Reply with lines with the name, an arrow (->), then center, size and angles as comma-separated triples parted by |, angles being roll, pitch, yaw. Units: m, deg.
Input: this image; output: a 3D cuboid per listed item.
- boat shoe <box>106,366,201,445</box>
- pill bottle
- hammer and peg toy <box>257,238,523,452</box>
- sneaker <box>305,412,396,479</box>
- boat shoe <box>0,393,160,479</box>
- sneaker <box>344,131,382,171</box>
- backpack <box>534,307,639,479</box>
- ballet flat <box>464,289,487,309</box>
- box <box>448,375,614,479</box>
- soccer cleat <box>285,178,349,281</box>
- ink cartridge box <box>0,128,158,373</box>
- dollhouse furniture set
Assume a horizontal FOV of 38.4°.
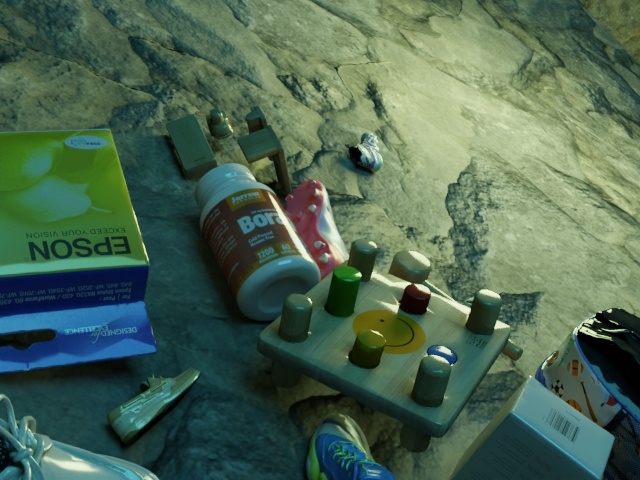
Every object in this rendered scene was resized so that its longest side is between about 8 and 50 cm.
boat shoe -> -0.187, 0.176, 1.042 | 0.045, 0.050, 0.135 | 42, 35, 7
pill bottle -> -0.096, -0.004, 1.279 | 0.121, 0.121, 0.216 | 0, 45, -38
hammer and peg toy -> 0.118, 0.104, 1.200 | 0.265, 0.127, 0.361 | 23, 32, 21
sneaker -> 0.049, 0.271, 1.035 | 0.091, 0.126, 0.240 | 18, 37, -20
boat shoe -> -0.296, 0.210, 0.820 | 0.366, 0.156, 0.136 | 12, 39, -26
sneaker -> 0.073, -0.172, 1.699 | 0.069, 0.038, 0.098 | 13, 38, -27
backpack -> 0.442, 0.237, 1.312 | 0.276, 0.213, 0.263 | -8, 58, -51
ballet flat -> 0.249, 0.112, 1.475 | 0.041, 0.041, 0.114 | 29, 33, -3
box -> 0.257, 0.280, 1.144 | 0.130, 0.170, 0.091 | 37, 36, 9
soccer cleat -> 0.000, 0.000, 1.404 | 0.095, 0.083, 0.248 | 46, 18, -34
ink cartridge box -> -0.360, 0.002, 1.048 | 0.303, 0.072, 0.307 | -5, 52, -28
dollhouse furniture set -> -0.146, -0.128, 1.483 | 0.151, 0.123, 0.144 | -22, 52, -8
